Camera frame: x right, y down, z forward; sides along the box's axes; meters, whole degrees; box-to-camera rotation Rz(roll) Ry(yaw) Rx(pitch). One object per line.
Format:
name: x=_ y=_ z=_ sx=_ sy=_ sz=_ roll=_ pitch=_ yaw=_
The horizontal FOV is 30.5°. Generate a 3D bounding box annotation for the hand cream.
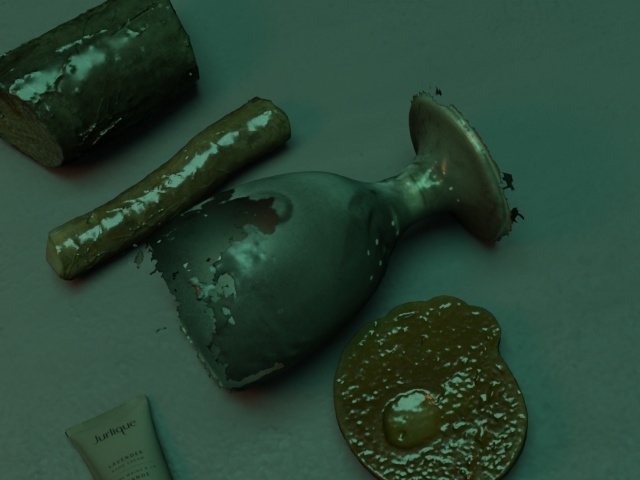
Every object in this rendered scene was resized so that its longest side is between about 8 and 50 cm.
hand cream: x=-0.175 y=0.236 z=1.123 sx=0.087 sy=0.054 sz=0.186 roll=-24 pitch=55 yaw=-12

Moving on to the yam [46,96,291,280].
yam: x=-0.165 y=-0.056 z=1.271 sx=0.299 sy=0.066 sz=0.066 roll=-36 pitch=64 yaw=-13

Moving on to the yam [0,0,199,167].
yam: x=-0.250 y=-0.181 z=1.304 sx=0.254 sy=0.154 sz=0.154 roll=-31 pitch=63 yaw=-15

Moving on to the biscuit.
biscuit: x=0.105 y=0.158 z=1.131 sx=0.181 sy=0.049 sz=0.208 roll=-17 pitch=59 yaw=-3

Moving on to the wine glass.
wine glass: x=0.003 y=0.003 z=1.155 sx=0.357 sy=0.190 sz=0.190 roll=-27 pitch=62 yaw=-14
